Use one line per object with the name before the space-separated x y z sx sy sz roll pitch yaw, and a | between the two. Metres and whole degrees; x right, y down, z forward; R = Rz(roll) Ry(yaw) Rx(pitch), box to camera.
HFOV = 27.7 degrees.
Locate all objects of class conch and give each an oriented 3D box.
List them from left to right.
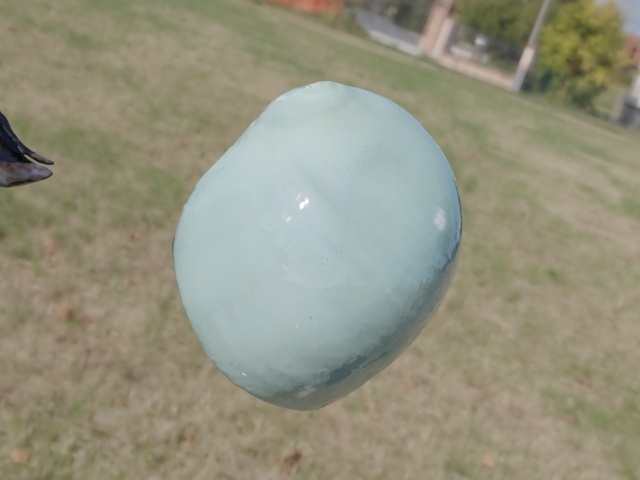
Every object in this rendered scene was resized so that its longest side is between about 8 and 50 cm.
conch | 0.001 -0.004 0.842 0.185 0.221 0.121 11 -24 1

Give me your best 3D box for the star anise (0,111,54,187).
star anise | -0.161 -0.071 0.501 0.042 0.141 0.141 -36 45 -28
